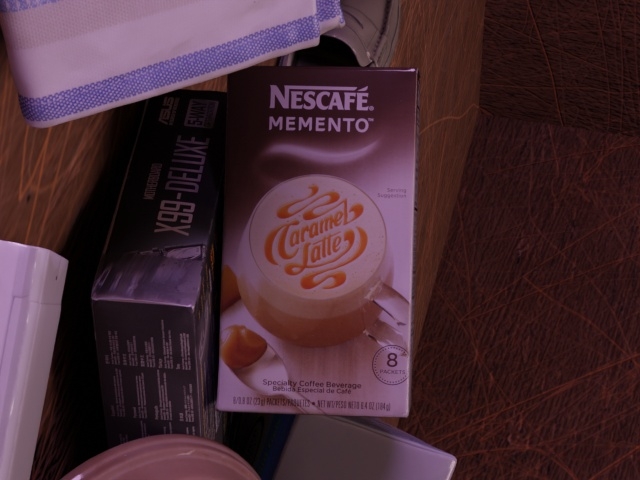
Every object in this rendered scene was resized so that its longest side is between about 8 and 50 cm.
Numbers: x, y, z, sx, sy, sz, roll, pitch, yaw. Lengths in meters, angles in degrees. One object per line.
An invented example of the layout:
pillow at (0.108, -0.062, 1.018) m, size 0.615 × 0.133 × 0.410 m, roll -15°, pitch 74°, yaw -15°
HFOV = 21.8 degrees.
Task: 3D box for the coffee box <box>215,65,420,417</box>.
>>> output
coffee box at (0.000, 0.000, 1.206) m, size 0.098 × 0.141 × 0.246 m, roll 6°, pitch 85°, yaw -85°

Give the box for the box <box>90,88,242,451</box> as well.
box at (-0.107, 0.076, 1.284) m, size 0.242 × 0.076 × 0.307 m, roll -82°, pitch 174°, yaw -48°

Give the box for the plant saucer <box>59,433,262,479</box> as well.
plant saucer at (-0.123, 0.271, 1.159) m, size 0.278 × 0.041 × 0.278 m, roll -18°, pitch 117°, yaw -39°

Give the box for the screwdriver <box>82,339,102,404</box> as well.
screwdriver at (-0.150, 0.046, 1.265) m, size 0.024 × 0.025 × 0.170 m, roll 81°, pitch 22°, yaw -61°

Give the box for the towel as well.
towel at (-0.092, -0.210, 0.905) m, size 0.034 × 0.209 × 0.285 m, roll 45°, pitch -31°, yaw 49°

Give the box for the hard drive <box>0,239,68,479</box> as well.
hard drive at (-0.195, 0.156, 0.953) m, size 0.203 × 0.040 × 0.307 m, roll 155°, pitch -55°, yaw -84°

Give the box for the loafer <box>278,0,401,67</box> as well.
loafer at (0.018, -0.193, 1.724) m, size 0.111 × 0.112 × 0.319 m, roll 97°, pitch 7°, yaw -67°

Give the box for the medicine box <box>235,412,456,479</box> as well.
medicine box at (-0.030, 0.266, 1.422) m, size 0.289 × 0.149 × 0.263 m, roll -175°, pitch -74°, yaw -77°
